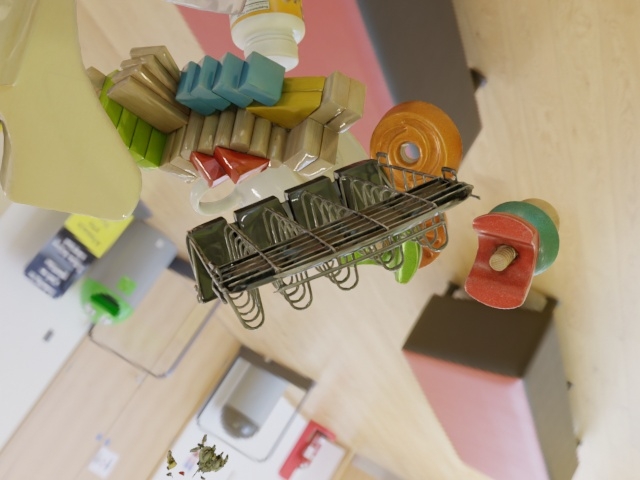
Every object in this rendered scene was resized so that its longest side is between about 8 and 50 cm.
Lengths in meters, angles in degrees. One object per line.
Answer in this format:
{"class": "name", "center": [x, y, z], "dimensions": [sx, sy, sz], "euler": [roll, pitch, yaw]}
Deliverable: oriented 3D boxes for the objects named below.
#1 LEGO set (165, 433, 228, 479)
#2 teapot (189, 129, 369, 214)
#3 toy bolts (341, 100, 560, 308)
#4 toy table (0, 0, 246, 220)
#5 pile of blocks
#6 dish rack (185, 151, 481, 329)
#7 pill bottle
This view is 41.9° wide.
{"class": "LEGO set", "center": [-0.142, 0.263, 0.992], "dimensions": [0.023, 0.083, 0.054], "euler": [3, 108, 54]}
{"class": "teapot", "center": [-0.050, -0.085, 1.344], "dimensions": [0.256, 0.252, 0.187], "euler": [39, 127, -15]}
{"class": "toy bolts", "center": [0.161, -0.046, 0.930], "dimensions": [0.228, 0.158, 0.218], "euler": [20, 118, 24]}
{"class": "toy table", "center": [-0.178, -0.101, 0.388], "dimensions": [0.274, 0.161, 0.252], "euler": [15, -161, -26]}
{"class": "pile of blocks", "center": [-0.136, -0.119, 0.891], "dimensions": [0.362, 0.113, 0.149], "euler": [-3, 150, 18]}
{"class": "dish rack", "center": [0.000, 0.000, 0.651], "dimensions": [0.271, 0.208, 0.074], "euler": [-149, 37, -73]}
{"class": "pill bottle", "center": [-0.088, -0.378, 1.323], "dimensions": [0.117, 0.215, 0.117], "euler": [-7, 169, -1]}
